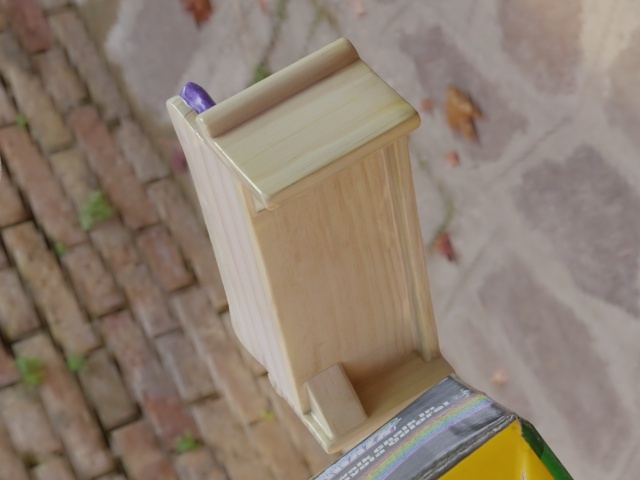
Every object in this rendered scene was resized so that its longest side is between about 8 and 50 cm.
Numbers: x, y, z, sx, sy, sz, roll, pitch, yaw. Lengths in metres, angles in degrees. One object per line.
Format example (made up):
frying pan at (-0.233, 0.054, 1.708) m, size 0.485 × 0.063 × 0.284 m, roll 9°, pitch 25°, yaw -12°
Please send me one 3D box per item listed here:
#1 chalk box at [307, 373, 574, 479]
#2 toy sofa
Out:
chalk box at (0.045, 0.143, 0.632) m, size 0.132 × 0.132 × 0.213 m, roll 54°, pitch 178°, yaw -1°
toy sofa at (0.000, 0.000, 1.457) m, size 0.177 × 0.150 × 0.363 m, roll 48°, pitch 160°, yaw 40°
